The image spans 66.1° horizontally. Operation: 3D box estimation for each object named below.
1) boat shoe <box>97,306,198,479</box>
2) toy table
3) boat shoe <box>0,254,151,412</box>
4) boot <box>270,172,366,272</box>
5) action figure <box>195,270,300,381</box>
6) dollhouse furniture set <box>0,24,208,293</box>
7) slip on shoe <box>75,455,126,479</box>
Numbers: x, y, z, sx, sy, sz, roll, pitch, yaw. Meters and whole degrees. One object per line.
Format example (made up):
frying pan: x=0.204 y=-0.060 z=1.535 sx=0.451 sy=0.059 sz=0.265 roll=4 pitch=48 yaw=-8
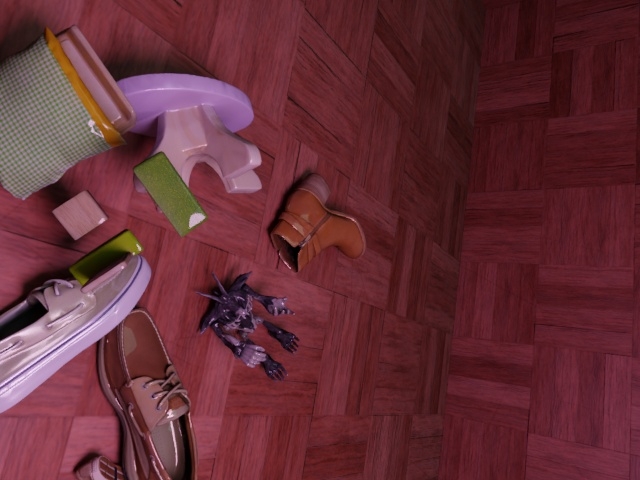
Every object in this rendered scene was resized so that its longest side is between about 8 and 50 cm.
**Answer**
boat shoe: x=-0.267 y=0.269 z=0.817 sx=0.122 sy=0.120 sz=0.324 roll=-19 pitch=98 yaw=-56
toy table: x=-0.215 y=-0.158 z=0.828 sx=0.274 sy=0.252 sz=0.161 roll=-9 pitch=81 yaw=-42
boat shoe: x=-0.367 y=0.105 z=0.694 sx=0.302 sy=0.109 sz=0.094 roll=-51 pitch=139 yaw=-39
boot: x=0.000 y=0.000 z=1.222 sx=0.283 sy=0.109 sz=0.220 roll=59 pitch=44 yaw=-34
action figure: x=-0.133 y=0.174 z=1.012 sx=0.164 sy=0.141 sz=0.276 roll=-57 pitch=136 yaw=-22
dollhouse furniture set: x=-0.311 y=-0.104 z=0.610 sx=0.197 sy=0.151 sz=0.301 roll=-35 pitch=107 yaw=-8
slip on shoe: x=-0.343 y=0.395 z=0.798 sx=0.135 sy=0.041 sz=0.051 roll=72 pitch=-5 yaw=-45
